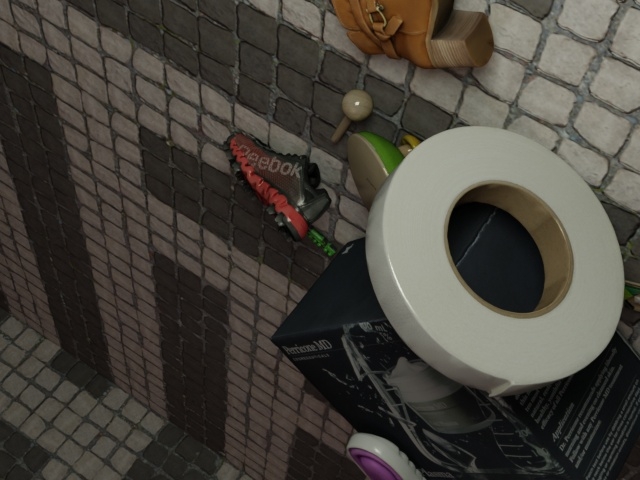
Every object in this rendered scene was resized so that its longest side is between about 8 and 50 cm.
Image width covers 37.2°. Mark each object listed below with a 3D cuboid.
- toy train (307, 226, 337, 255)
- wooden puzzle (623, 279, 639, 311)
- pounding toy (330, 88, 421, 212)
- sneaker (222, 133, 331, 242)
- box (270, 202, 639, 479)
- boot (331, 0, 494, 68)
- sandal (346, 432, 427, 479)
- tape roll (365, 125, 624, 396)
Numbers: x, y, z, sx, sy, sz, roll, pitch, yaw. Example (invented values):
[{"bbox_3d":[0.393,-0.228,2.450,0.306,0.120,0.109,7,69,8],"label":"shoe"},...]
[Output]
[{"bbox_3d":[0.000,0.000,1.964,0.083,0.017,0.023,41,140,-4],"label":"toy train"},{"bbox_3d":[0.515,0.095,1.539,0.116,0.014,0.079,11,140,38],"label":"wooden puzzle"},{"bbox_3d":[0.121,-0.134,1.597,0.237,0.110,0.183,63,166,16],"label":"pounding toy"},{"bbox_3d":[-0.078,-0.122,1.809,0.276,0.135,0.098,49,171,31],"label":"sneaker"},{"bbox_3d":[0.251,0.217,1.720,0.472,0.297,0.479,49,148,-14],"label":"box"},{"bbox_3d":[0.106,-0.359,1.304,0.220,0.109,0.283,16,150,41],"label":"boot"},{"bbox_3d":[0.169,0.529,1.840,0.416,0.102,0.169,50,150,-22],"label":"sandal"},{"bbox_3d":[0.252,0.023,1.355,0.392,0.392,0.072,40,149,-2],"label":"tape roll"}]
